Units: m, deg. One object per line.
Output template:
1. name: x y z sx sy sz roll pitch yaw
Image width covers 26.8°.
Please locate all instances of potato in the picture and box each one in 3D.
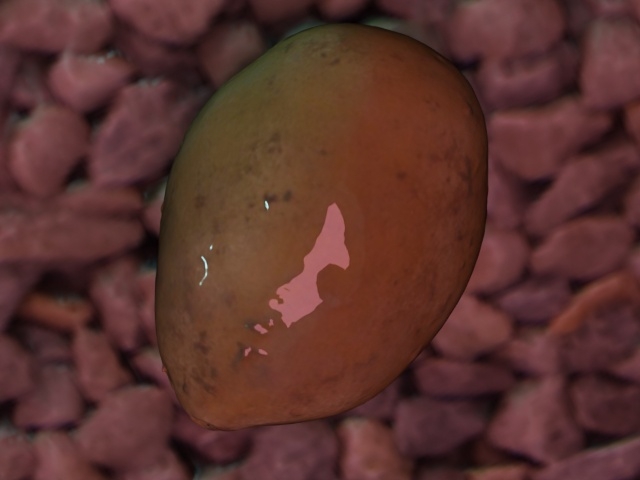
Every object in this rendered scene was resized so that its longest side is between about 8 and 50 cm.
1. potato: 0.001 -0.002 0.464 0.112 0.112 0.147 24 101 -10
